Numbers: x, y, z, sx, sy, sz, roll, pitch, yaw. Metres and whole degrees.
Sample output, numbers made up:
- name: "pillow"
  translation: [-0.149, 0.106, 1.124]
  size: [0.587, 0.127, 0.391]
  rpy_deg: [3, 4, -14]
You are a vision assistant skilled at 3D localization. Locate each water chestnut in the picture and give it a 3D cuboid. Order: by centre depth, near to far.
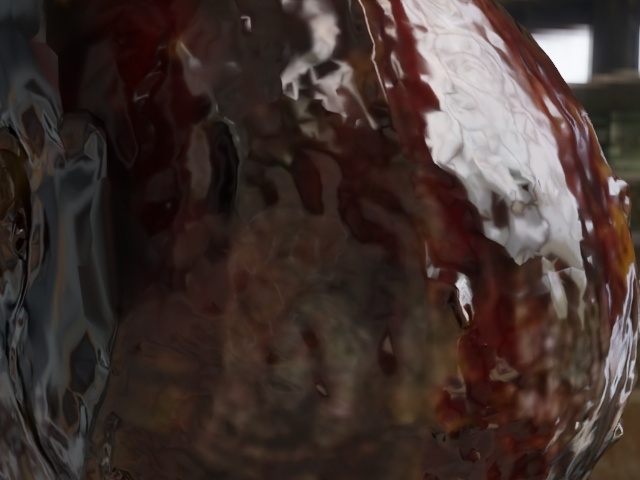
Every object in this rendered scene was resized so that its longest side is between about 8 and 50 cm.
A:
- name: "water chestnut"
  translation: [0.000, 0.000, 0.805]
  size: [0.302, 0.350, 0.350]
  rpy_deg: [-10, -25, -32]
